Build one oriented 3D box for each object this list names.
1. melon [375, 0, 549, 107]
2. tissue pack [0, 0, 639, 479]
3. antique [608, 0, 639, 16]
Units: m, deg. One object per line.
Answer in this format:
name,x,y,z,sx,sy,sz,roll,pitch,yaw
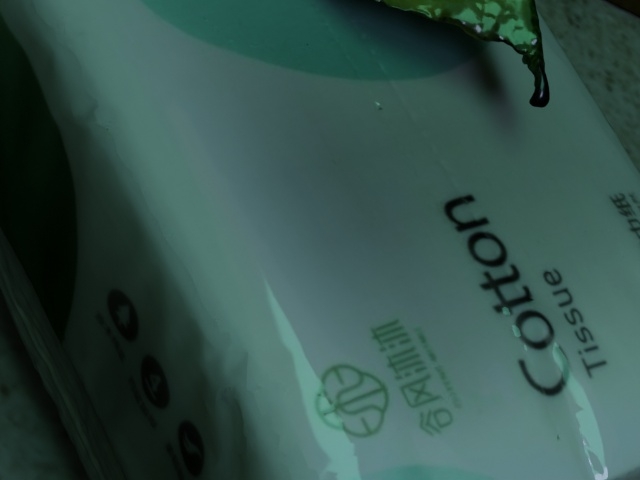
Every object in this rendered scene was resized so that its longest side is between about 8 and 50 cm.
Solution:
melon,0.007,-0.150,0.856,0.262,0.053,0.114,41,52,15
tissue pack,0.001,-0.001,0.902,0.266,0.194,0.356,-15,65,-35
antique,0.116,-0.239,1.196,0.310,0.087,0.093,26,51,-9
